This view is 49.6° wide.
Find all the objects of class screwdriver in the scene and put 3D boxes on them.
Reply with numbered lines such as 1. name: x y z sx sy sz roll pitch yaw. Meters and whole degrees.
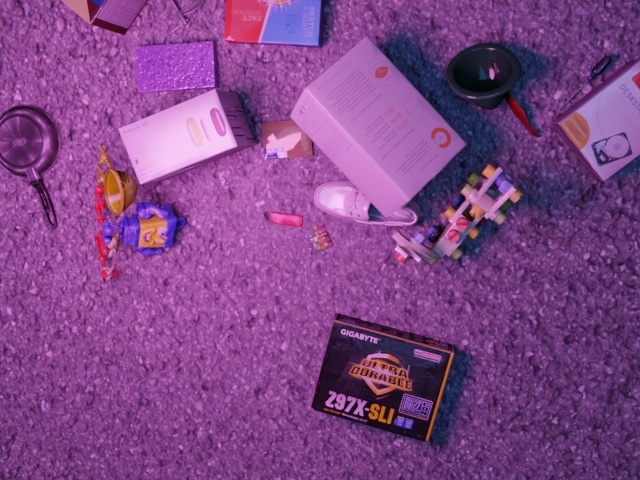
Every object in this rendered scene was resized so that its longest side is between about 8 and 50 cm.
1. screwdriver: 0.638 -0.374 1.674 0.025 0.024 0.170 28 110 -27

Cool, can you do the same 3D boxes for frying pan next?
1. frying pan: -0.803 -0.203 1.870 0.197 0.053 0.327 8 97 7

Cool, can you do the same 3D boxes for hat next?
1. hat: 0.413 -0.347 1.702 0.172 0.184 0.209 -24 54 4

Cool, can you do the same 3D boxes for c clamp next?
1. c clamp: -0.367 -0.626 1.757 0.137 0.022 0.161 -25 95 11

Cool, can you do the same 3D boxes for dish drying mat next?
1. dish drying mat: -0.089 -0.055 1.819 0.083 0.008 0.032 8 99 6

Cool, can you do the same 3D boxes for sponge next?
1. sponge: -0.370 -0.445 1.781 0.209 0.031 0.117 -2 98 8

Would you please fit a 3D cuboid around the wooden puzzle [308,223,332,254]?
1. wooden puzzle: 0.000 0.000 1.817 0.049 0.006 0.083 -24 95 10

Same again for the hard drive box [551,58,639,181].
1. hard drive box: 0.702 -0.283 1.642 0.232 0.089 0.181 -40 93 11

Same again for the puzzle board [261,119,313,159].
1. puzzle board: -0.086 -0.260 1.785 0.128 0.011 0.097 -4 100 8

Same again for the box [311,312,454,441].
1. box: 0.159 0.358 1.819 0.321 0.079 0.257 15 102 4

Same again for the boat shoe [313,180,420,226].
1. boat shoe: 0.116 -0.092 1.742 0.276 0.096 0.098 10 100 5

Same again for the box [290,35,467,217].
1. box: 0.133 -0.262 1.638 0.215 0.168 0.345 -43 91 -19

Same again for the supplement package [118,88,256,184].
1. supplement package: -0.323 -0.256 1.717 0.261 0.204 0.145 -20 95 10

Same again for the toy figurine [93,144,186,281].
1. toy figurine: -0.454 -0.070 1.785 0.217 0.191 0.363 -6 137 -27

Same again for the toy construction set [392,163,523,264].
1. toy construction set: 0.329 -0.040 1.663 0.327 0.215 0.151 -36 92 11

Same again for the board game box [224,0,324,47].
1. board game box: -0.107 -0.643 1.700 0.242 0.064 0.317 4 99 7

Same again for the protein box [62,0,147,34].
1. protein box: -0.555 -0.628 1.689 0.199 0.201 0.136 40 101 0
